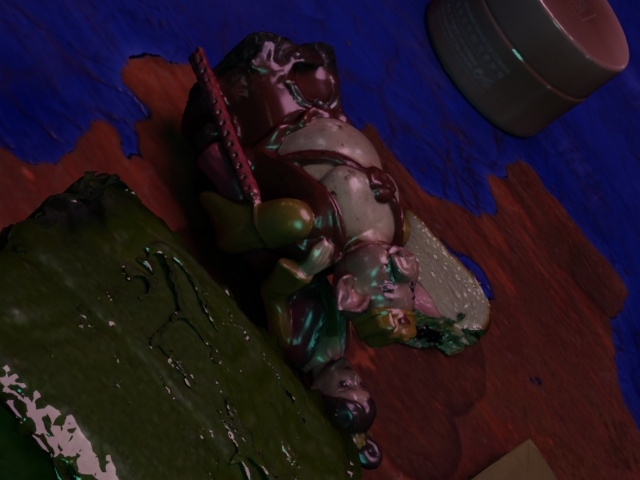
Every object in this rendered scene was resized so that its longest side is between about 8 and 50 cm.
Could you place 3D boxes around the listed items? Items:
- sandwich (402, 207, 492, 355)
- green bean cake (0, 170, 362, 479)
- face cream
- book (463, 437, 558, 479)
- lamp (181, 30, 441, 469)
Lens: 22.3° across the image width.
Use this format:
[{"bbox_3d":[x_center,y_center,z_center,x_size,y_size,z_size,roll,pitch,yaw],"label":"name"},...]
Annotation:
[{"bbox_3d":[0.071,0.037,1.077,0.105,0.035,0.093,44,30,-19],"label":"sandwich"},{"bbox_3d":[-0.089,0.093,0.716,0.214,0.113,0.200,50,26,-7],"label":"green bean cake"},{"bbox_3d":[0.176,-0.176,1.380,0.149,0.104,0.149,35,35,-29],"label":"face cream"},{"bbox_3d":[0.115,0.216,0.960,0.161,0.026,0.231,59,30,8],"label":"book"},{"bbox_3d":[0.000,0.000,0.943,0.118,0.118,0.253,13,47,-48],"label":"lamp"}]
